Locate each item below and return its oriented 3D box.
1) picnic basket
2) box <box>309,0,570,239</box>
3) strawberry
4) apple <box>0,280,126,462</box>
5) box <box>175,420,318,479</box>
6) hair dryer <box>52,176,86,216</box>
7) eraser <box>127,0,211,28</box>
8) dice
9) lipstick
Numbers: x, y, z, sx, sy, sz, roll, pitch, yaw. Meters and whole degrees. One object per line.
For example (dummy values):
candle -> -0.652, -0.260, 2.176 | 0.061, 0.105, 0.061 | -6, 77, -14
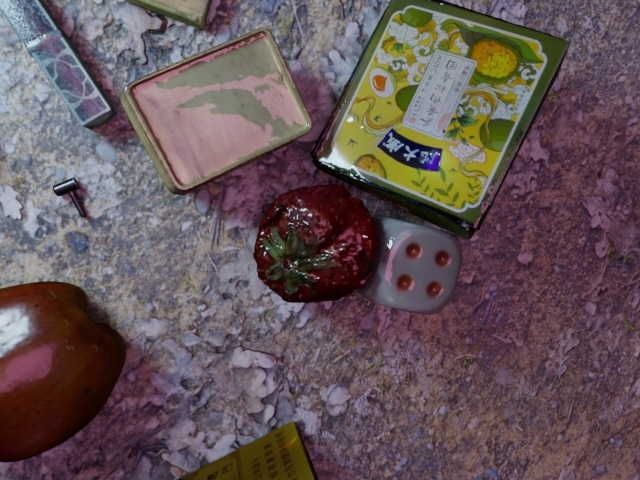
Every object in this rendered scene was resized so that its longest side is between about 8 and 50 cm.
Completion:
picnic basket -> -0.209, -0.252, 0.982 | 0.312, 0.175, 0.228 | -28, 102, -12
box -> 0.239, -0.266, 1.014 | 0.372, 0.138, 0.421 | 27, 90, 17
strawberry -> 0.000, 0.000, 1.041 | 0.273, 0.220, 0.275 | 9, 118, 17
apple -> -0.600, 0.258, 0.982 | 0.364, 0.295, 0.329 | -37, 141, -5
box -> -0.202, 0.586, 1.040 | 0.414, 0.264, 0.116 | -23, 103, -9
hair dryer -> -0.513, -0.085, 1.008 | 0.047, 0.026, 0.083 | -25, 109, -7
eraser -> -0.306, -0.520, 0.981 | 0.172, 0.058, 0.117 | 16, 94, -15
dice -> 0.192, 0.053, 1.101 | 0.193, 0.194, 0.192 | 12, 96, -13
lipstick -> -0.513, -0.358, 0.944 | 0.077, 0.076, 0.290 | -34, 105, -9
